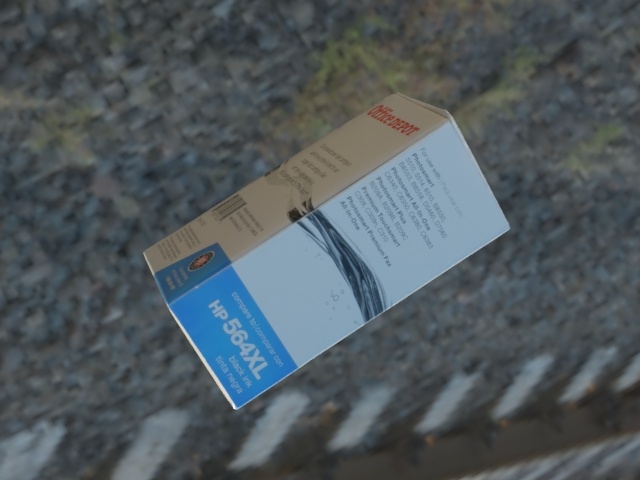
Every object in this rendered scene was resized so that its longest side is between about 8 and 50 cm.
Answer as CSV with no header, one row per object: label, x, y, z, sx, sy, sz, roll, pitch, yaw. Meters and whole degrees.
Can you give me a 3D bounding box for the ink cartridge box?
ink cartridge box,0.000,0.000,1.005,0.203,0.086,0.148,-32,-164,-3
